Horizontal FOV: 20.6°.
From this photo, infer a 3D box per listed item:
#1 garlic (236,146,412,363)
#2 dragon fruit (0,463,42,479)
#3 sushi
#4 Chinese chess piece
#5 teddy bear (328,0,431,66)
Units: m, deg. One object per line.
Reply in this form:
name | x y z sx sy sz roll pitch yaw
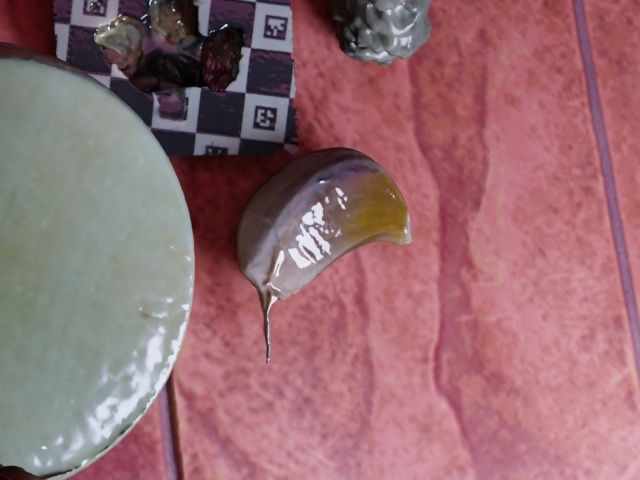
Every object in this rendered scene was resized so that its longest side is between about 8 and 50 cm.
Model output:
garlic | -0.010 -0.002 1.552 0.198 0.090 0.128 -42 110 -32
dragon fruit | -0.277 0.241 1.115 0.231 0.237 0.302 19 23 -22
sushi | -0.128 -0.166 1.548 0.210 0.040 0.192 -3 95 -11
Chinese chess piece | -0.266 0.022 1.340 0.349 0.146 0.349 -1 92 -35
teddy bear | -0.018 -0.385 1.631 0.368 0.224 0.357 20 67 -2
